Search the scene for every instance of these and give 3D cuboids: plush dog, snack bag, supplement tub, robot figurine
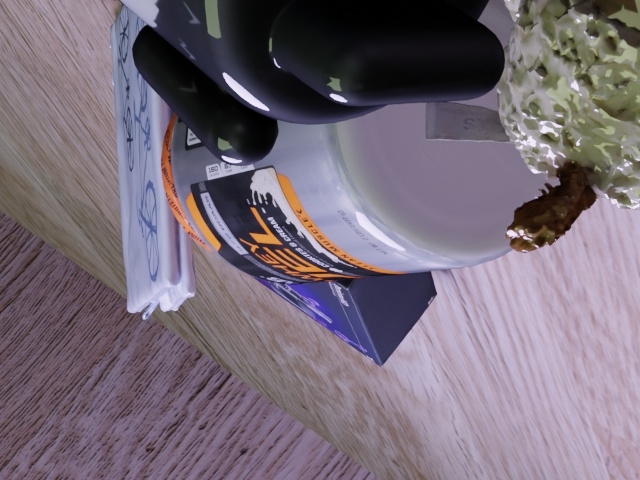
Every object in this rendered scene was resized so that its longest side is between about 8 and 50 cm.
[{"bbox_3d":[0.162,-0.124,0.787,0.262,0.211,0.225,34,141,27],"label":"plush dog"},{"bbox_3d":[-0.159,-0.089,1.594,0.342,0.037,0.323,147,119,-75],"label":"snack bag"},{"bbox_3d":[0.017,-0.068,1.197,0.193,0.193,0.316,45,158,-17],"label":"supplement tub"},{"bbox_3d":[-0.025,-0.162,0.788,0.278,0.209,0.173,43,178,40],"label":"robot figurine"}]

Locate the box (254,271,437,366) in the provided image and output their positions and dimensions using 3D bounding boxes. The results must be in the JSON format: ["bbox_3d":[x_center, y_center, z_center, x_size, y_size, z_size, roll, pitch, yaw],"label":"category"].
[{"bbox_3d":[0.000,0.000,1.584,0.184,0.103,0.261,32,168,18],"label":"box"}]
